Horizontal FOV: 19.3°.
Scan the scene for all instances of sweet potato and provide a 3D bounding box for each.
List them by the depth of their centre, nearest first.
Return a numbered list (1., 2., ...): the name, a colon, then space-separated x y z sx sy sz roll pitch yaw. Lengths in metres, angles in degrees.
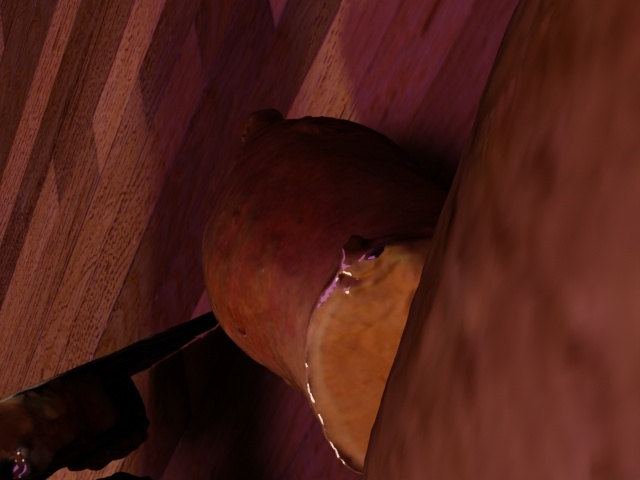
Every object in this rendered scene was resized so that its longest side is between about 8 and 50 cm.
1. sweet potato: 0.001 0.002 0.892 0.337 0.131 0.131 -138 55 -63

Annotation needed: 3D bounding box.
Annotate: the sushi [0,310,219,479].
1. sushi: -0.180 0.131 1.183 0.059 0.294 0.292 65 152 4

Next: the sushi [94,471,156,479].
1. sushi: -0.162 0.266 1.153 0.211 0.171 0.350 65 148 16

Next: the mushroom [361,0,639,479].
1. mushroom: 0.106 0.011 0.494 0.397 0.224 0.313 139 128 -63
